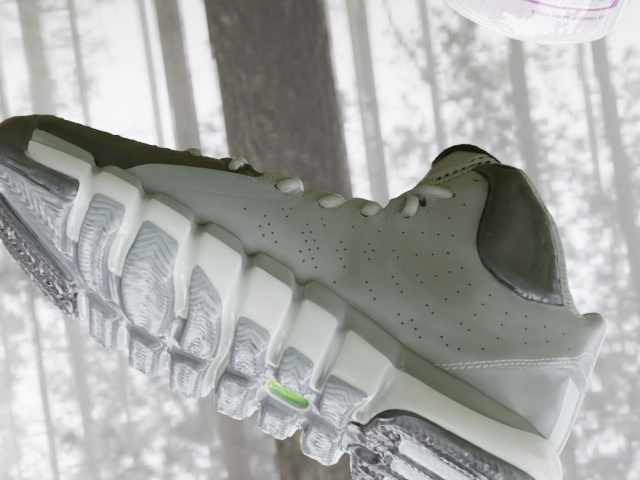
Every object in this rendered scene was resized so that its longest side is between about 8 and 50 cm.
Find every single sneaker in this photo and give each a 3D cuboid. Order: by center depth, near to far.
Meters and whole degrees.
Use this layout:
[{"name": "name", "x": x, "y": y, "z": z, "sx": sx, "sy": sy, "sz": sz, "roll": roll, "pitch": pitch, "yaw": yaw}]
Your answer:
[{"name": "sneaker", "x": 0.000, "y": 0.000, "z": 0.471, "sx": 0.132, "sy": 0.229, "sz": 0.086, "roll": -55, "pitch": 175, "yaw": -34}]

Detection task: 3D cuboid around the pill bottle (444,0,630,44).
[{"name": "pill bottle", "x": 0.185, "y": -0.300, "z": 0.894, "sx": 0.169, "sy": 0.301, "sz": 0.169, "roll": 11, "pitch": -139, "yaw": -9}]
